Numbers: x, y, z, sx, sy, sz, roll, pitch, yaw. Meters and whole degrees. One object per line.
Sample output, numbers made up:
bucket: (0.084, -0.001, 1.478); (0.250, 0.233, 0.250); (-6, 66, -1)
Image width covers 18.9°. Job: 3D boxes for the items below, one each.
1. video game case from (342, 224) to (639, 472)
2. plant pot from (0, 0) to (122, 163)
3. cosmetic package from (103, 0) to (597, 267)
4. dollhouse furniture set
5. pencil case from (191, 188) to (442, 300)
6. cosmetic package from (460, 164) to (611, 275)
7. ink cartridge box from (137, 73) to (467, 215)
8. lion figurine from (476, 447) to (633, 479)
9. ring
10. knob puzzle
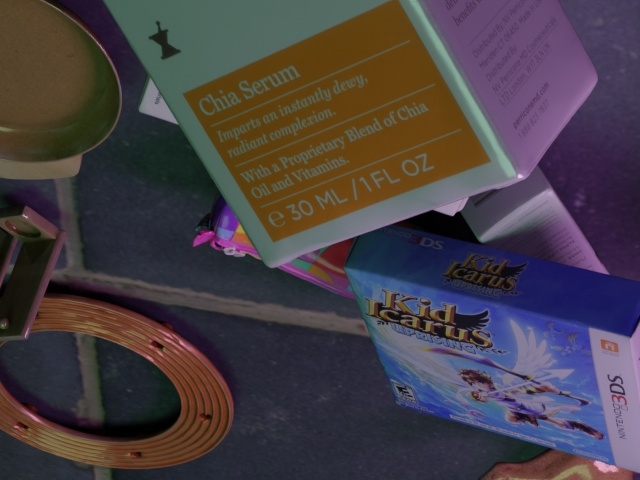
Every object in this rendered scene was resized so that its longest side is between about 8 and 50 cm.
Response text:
video game case: (0.173, 0.099, 1.728); (0.269, 0.061, 0.244); (13, 149, 24)
plant pot: (-0.290, -0.159, 1.723); (0.236, 0.032, 0.236); (8, 142, 7)
cosmetic package: (-0.033, -0.230, 1.276); (0.230, 0.161, 0.453); (-21, 107, 37)
dollhouse furniture set: (-0.372, 0.015, 1.921); (0.144, 0.123, 0.151); (-7, 147, 41)
pencil case: (0.000, 0.000, 1.836); (0.236, 0.104, 0.104); (20, 142, -10)
cosmetic package: (0.206, 0.013, 1.761); (0.085, 0.117, 0.231); (-35, 130, 7)
ink cartridge box: (0.014, -0.161, 1.540); (0.273, 0.198, 0.115); (18, 141, -7)
lion figurine: (0.293, 0.289, 2.090); (0.240, 0.142, 0.392); (-8, 134, 14)
ring: (-0.261, 0.157, 2.170); (0.337, 0.032, 0.336); (9, 142, 7)
knob puzzle: (-0.306, -0.124, 1.823); (0.213, 0.030, 0.213); (8, 142, 6)
